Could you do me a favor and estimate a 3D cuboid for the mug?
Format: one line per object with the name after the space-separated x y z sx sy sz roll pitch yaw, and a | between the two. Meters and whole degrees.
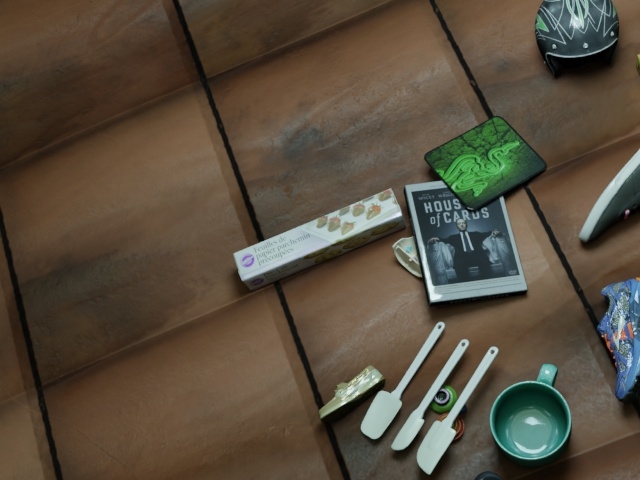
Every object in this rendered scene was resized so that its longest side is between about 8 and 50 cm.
0.357 0.298 1.699 0.158 0.097 0.129 -36 63 -4 | mug

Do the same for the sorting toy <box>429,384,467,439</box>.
0.219 0.289 1.767 0.061 0.042 0.102 -17 64 6 | sorting toy

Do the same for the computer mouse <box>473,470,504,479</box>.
0.261 0.473 1.564 0.071 0.041 0.242 5 69 -9 | computer mouse

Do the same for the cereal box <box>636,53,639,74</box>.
0.726 -0.302 1.895 0.240 0.047 0.173 -18 65 5 | cereal box

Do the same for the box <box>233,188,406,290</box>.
0.000 0.000 1.933 0.324 0.067 0.063 -22 64 3 | box

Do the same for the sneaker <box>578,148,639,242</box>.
0.590 -0.083 1.805 0.147 0.104 0.296 41 91 11 | sneaker

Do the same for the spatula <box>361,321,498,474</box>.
0.188 0.259 1.773 0.168 0.019 0.242 25 78 43 | spatula

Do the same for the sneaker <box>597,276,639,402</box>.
0.510 0.168 1.738 0.087 0.083 0.221 -3 60 27 | sneaker

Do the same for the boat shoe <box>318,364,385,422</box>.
0.049 0.270 1.816 0.135 0.050 0.045 -32 60 -12 | boat shoe

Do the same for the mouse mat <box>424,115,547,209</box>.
0.308 -0.148 1.925 0.189 0.007 0.152 -30 63 -18 | mouse mat

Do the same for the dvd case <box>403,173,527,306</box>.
0.260 -0.003 1.868 0.179 0.029 0.239 -7 65 -6 | dvd case

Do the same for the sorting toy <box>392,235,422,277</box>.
0.185 0.021 1.893 0.083 0.045 0.075 42 71 15 | sorting toy

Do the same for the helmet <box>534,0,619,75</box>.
0.479 -0.397 1.933 0.169 0.161 0.169 -5 66 12 | helmet
